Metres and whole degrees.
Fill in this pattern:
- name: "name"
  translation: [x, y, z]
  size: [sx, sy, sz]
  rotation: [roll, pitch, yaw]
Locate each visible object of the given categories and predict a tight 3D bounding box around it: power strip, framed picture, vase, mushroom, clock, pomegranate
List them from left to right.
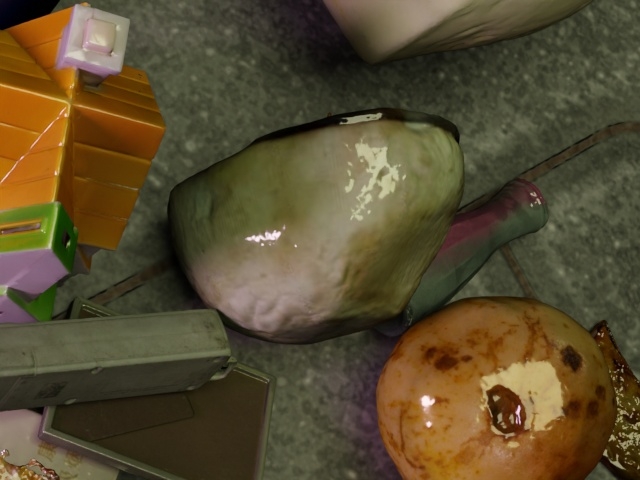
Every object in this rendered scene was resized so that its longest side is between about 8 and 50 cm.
- name: "clock"
  translation: [-0.238, -0.067, 1.320]
  size: [0.166, 0.309, 0.235]
  rotation: [14, 71, -22]
- name: "power strip"
  translation: [-0.191, 0.098, 1.374]
  size: [0.272, 0.078, 0.052]
  rotation: [-4, 62, -37]
- name: "framed picture"
  translation: [-0.137, 0.144, 1.447]
  size: [0.203, 0.015, 0.150]
  rotation: [23, 45, -18]
- name: "mushroom"
  translation: [0.002, -0.002, 1.436]
  size: [0.267, 0.189, 0.164]
  rotation: [-11, 78, 3]
- name: "vase"
  translation: [0.129, 0.008, 1.599]
  size: [0.214, 0.086, 0.086]
  rotation: [-30, 90, -32]
- name: "pomegranate"
  translation: [0.157, 0.154, 1.509]
  size: [0.215, 0.215, 0.215]
  rotation: [6, 75, -23]

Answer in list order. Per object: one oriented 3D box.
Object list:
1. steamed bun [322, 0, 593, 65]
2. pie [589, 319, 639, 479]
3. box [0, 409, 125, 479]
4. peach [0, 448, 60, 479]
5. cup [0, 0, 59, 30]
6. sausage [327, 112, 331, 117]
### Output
- name: "steamed bun"
  translation: [0.140, -0.373, 1.586]
  size: [0.456, 0.290, 0.371]
  rotation: [-29, 95, -30]
- name: "pie"
  translation: [0.302, 0.180, 1.659]
  size: [0.088, 0.033, 0.191]
  rotation: [-30, 90, -24]
- name: "box"
  translation: [-0.358, 0.196, 1.344]
  size: [0.365, 0.051, 0.205]
  rotation: [25, 68, -17]
- name: "peach"
  translation: [-0.323, 0.259, 1.279]
  size: [0.279, 0.068, 0.189]
  rotation: [-29, 84, -25]
- name: "cup"
  translation: [-0.278, -0.312, 1.393]
  size: [0.178, 0.256, 0.255]
  rotation: [-12, 83, -27]
- name: "sausage"
  translation: [0.003, -0.030, 1.564]
  size: [0.062, 0.054, 0.183]
  rotation: [2, 80, 6]
